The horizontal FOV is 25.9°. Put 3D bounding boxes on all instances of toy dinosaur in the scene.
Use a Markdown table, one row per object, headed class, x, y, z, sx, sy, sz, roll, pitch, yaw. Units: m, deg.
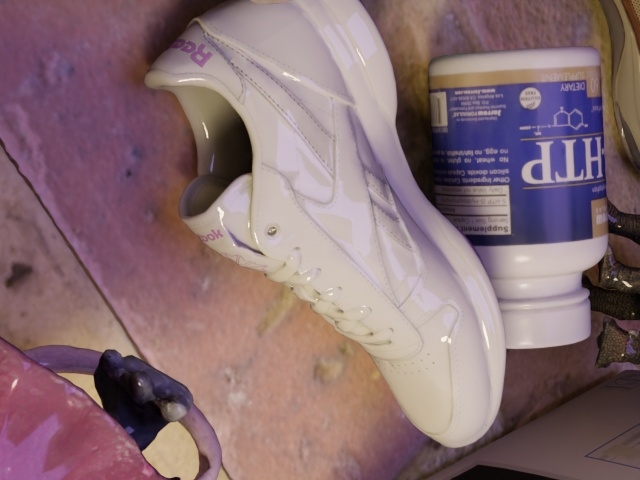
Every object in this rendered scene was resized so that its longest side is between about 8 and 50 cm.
| class | x | y | z | sx | sy | sz | roll | pitch | yaw |
| --- | --- | --- | --- | --- | --- | --- | --- | --- | --- |
| toy dinosaur | 0.264 | 0.043 | 0.946 | 0.160 | 0.313 | 0.121 | 7 | 104 | 2 |

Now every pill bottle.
| class | x | y | z | sx | sy | sz | roll | pitch | yaw |
| --- | --- | --- | --- | --- | --- | --- | --- | --- | --- |
| pill bottle | 0.129 | -0.029 | 0.901 | 0.112 | 0.112 | 0.187 | -9 | 98 | -40 |

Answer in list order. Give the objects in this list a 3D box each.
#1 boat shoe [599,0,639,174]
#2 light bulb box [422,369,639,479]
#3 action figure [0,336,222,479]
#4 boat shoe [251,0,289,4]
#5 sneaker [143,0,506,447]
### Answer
| class | x | y | z | sx | sy | sz | roll | pitch | yaw |
| --- | --- | --- | --- | --- | --- | --- | --- | --- | --- |
| boat shoe | 0.267 | -0.196 | 1.006 | 0.123 | 0.116 | 0.324 | -32 | 112 | -35 |
| light bulb box | 0.202 | 0.315 | 0.901 | 0.361 | 0.225 | 0.358 | -19 | 104 | -38 |
| action figure | -0.233 | 0.173 | 0.576 | 0.248 | 0.276 | 0.370 | 30 | 84 | 9 |
| boat shoe | -0.087 | -0.149 | 0.688 | 0.335 | 0.112 | 0.096 | -1 | 85 | -24 |
| sneaker | 0.000 | 0.000 | 0.807 | 0.152 | 0.114 | 0.305 | -33 | 104 | -27 |
